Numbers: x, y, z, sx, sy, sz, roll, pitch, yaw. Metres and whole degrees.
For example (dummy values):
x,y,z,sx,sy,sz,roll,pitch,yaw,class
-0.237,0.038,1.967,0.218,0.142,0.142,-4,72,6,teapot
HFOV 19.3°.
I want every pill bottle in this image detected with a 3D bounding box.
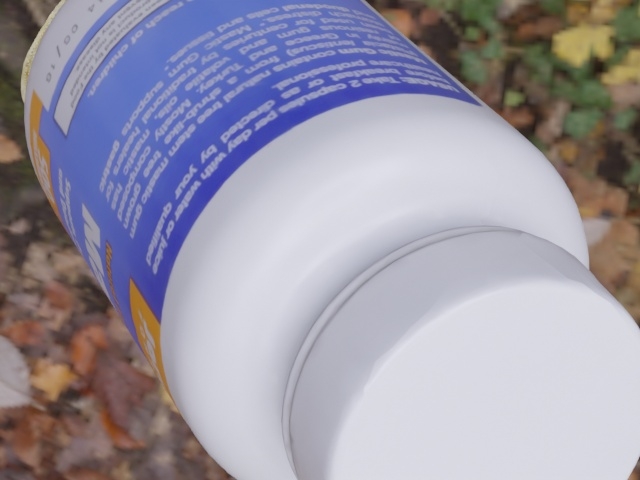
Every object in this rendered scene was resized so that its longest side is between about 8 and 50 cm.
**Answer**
x,y,z,sx,sy,sz,roll,pitch,yaw,class
0.000,0.000,0.670,0.152,0.272,0.152,-12,122,-19,pill bottle

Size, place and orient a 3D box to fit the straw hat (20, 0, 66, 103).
x,y,z,sx,sy,sz,roll,pitch,yaw,class
-0.098,-0.100,1.071,0.144,0.061,0.144,-41,161,-18,straw hat
